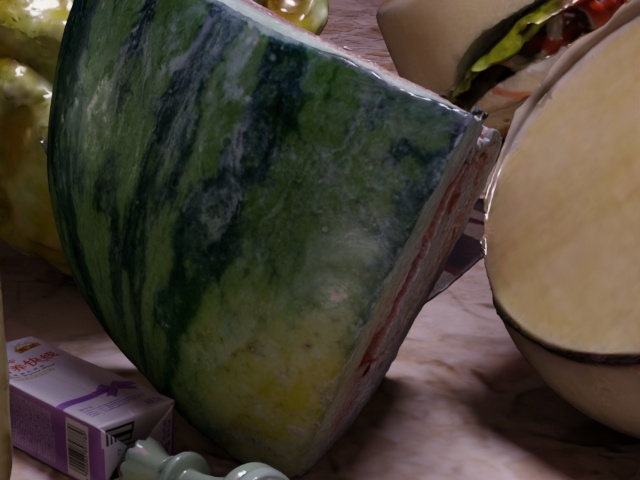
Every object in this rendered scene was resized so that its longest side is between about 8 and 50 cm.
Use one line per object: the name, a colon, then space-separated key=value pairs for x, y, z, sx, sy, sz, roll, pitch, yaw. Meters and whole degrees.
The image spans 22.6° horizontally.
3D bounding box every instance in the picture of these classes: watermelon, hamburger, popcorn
watermelon: x=-0.016 y=-0.028 z=0.797 sx=0.201 sy=0.212 sz=0.262 roll=-5 pitch=34 yaw=-47
hamburger: x=0.189 y=-0.204 z=1.396 sx=0.302 sy=0.170 sz=0.302 roll=-34 pitch=9 yaw=6
popcorn: x=-0.114 y=-0.101 z=0.980 sx=0.282 sy=0.282 sz=0.247 roll=-13 pitch=-13 yaw=-40

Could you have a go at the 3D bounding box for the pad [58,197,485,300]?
pad: x=0.000 y=0.000 z=1.103 sx=0.220 sy=0.004 sz=0.330 roll=11 pitch=20 yaw=23

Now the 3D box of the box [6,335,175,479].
box: x=-0.125 y=0.082 z=0.781 sx=0.051 sy=0.036 sz=0.117 roll=-15 pitch=24 yaw=-42

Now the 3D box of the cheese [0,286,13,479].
cheese: x=-0.224 y=-0.007 z=0.704 sx=0.124 sy=0.242 sz=0.265 roll=-5 pitch=19 yaw=-22

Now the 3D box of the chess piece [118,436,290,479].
chess piece: x=-0.054 y=0.110 z=0.707 sx=0.042 sy=0.042 sz=0.093 roll=-13 pitch=18 yaw=-41

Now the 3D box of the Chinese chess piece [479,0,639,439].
Chinese chess piece: x=0.204 y=-0.019 z=0.811 sx=0.104 sy=0.257 sz=0.257 roll=40 pitch=-7 yaw=-37

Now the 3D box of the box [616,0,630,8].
box: x=0.347 y=-0.251 z=0.921 sx=0.314 sy=0.300 sz=0.312 roll=5 pitch=42 yaw=36
